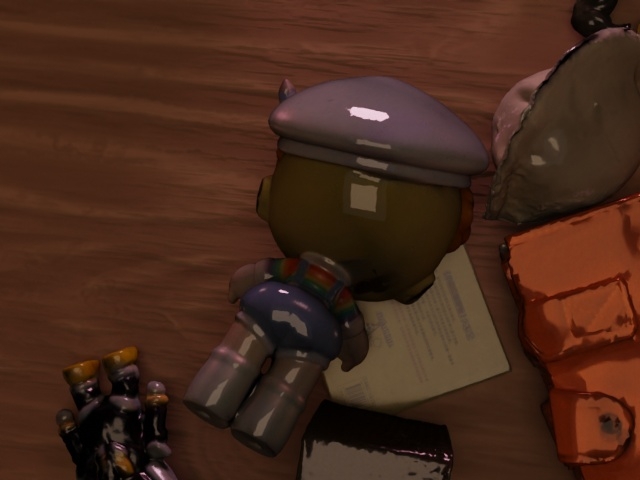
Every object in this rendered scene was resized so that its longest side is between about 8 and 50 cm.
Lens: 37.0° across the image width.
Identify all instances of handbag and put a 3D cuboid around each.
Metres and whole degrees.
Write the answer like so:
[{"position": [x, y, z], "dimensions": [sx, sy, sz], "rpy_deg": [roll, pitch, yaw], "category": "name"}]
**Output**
[{"position": [0.365, 0.151, 0.931], "dimensions": [0.303, 0.116, 0.410], "rpy_deg": [-18, 84, 4], "category": "handbag"}]

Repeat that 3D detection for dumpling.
[{"position": [0.244, -0.121, 0.938], "dimensions": [0.247, 0.172, 0.142], "rpy_deg": [-39, 56, -13], "category": "dumpling"}]

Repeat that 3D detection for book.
[{"position": [0.084, 0.092, 1.011], "dimensions": [0.192, 0.013, 0.168], "rpy_deg": [-20, 85, 4], "category": "book"}]

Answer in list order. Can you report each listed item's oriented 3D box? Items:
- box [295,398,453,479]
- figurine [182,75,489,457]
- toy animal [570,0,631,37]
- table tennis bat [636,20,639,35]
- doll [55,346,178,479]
[{"position": [0.036, 0.308, 0.915], "dimensions": [0.143, 0.184, 0.273], "rpy_deg": [10, 90, 6], "category": "box"}, {"position": [0.027, 0.016, 0.884], "dimensions": [0.224, 0.205, 0.382], "rpy_deg": [16, 67, 0], "category": "figurine"}, {"position": [0.305, -0.276, 1.002], "dimensions": [0.065, 0.047, 0.136], "rpy_deg": [14, 93, 14], "category": "toy animal"}, {"position": [0.459, -0.273, 0.885], "dimensions": [0.368, 0.054, 0.224], "rpy_deg": [-29, 84, 40], "category": "table tennis bat"}, {"position": [-0.201, 0.271, 0.981], "dimensions": [0.145, 0.103, 0.316], "rpy_deg": [-13, 76, -11], "category": "doll"}]
